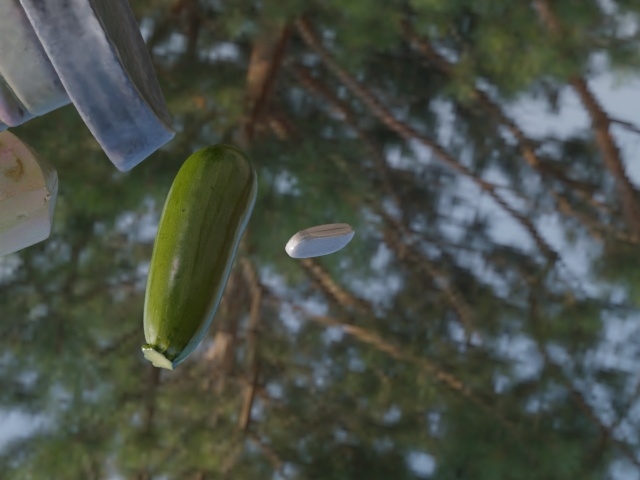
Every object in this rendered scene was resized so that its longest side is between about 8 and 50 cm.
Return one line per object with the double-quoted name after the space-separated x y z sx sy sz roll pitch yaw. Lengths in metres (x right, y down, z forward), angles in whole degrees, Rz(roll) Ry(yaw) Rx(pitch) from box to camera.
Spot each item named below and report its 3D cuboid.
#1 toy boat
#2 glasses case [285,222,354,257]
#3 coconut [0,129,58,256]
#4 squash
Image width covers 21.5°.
-0.280 -0.172 1.416 0.293 0.276 0.111 -3 -150 5 "toy boat"
0.000 0.000 1.618 0.083 0.032 0.021 -10 -126 -47 "glasses case"
-0.308 -0.042 1.615 0.122 0.116 0.116 -29 -146 -25 "coconut"
-0.093 0.009 1.261 0.066 0.066 0.201 12 -125 4 "squash"
